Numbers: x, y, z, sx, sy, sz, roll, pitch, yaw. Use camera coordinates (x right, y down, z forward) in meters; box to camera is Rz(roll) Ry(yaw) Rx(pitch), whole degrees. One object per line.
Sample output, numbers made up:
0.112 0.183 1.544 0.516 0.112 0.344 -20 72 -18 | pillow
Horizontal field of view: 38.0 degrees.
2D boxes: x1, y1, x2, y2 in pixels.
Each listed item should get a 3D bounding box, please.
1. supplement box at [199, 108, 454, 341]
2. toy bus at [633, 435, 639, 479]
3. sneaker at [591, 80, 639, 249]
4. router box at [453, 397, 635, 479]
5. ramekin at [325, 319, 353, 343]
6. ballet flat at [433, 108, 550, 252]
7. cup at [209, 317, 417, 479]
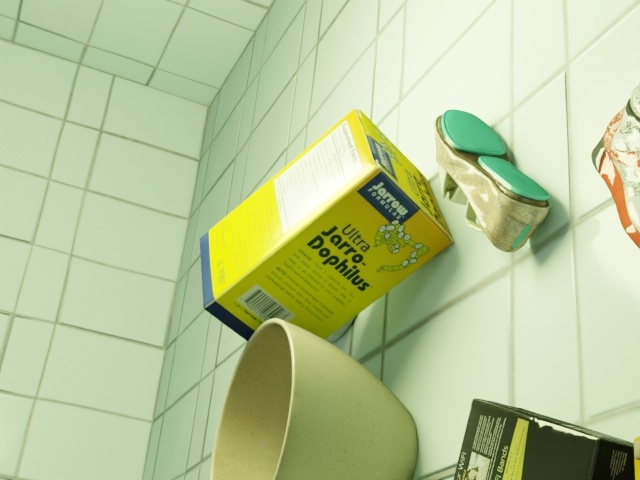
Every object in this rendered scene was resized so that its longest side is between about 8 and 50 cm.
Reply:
0.000 0.000 1.490 0.356 0.195 0.194 -38 32 17 | supplement box
0.318 0.190 0.784 0.202 0.104 0.191 -122 51 -65 | toy bus
0.358 -0.075 0.908 0.270 0.090 0.145 -98 28 -55 | sneaker
0.216 0.340 0.979 0.243 0.081 0.308 -178 103 -70 | router box
-0.016 0.048 1.778 0.277 0.135 0.277 -163 90 -71 | ramekin
0.216 -0.083 1.297 0.316 0.108 0.106 -107 31 -60 | ballet flat
0.001 0.302 1.371 0.331 0.237 0.331 -164 90 -70 | cup
